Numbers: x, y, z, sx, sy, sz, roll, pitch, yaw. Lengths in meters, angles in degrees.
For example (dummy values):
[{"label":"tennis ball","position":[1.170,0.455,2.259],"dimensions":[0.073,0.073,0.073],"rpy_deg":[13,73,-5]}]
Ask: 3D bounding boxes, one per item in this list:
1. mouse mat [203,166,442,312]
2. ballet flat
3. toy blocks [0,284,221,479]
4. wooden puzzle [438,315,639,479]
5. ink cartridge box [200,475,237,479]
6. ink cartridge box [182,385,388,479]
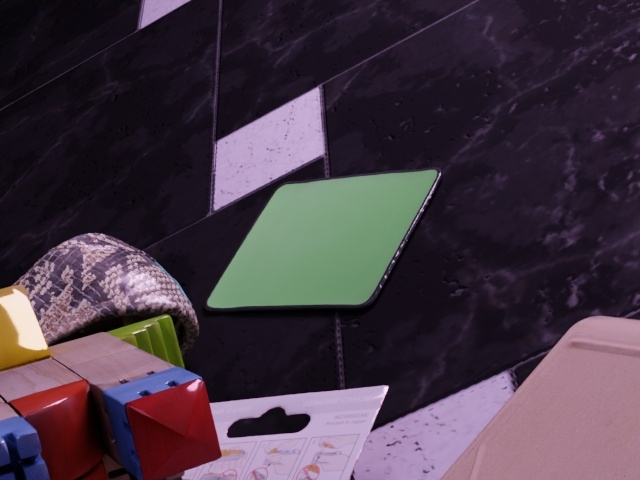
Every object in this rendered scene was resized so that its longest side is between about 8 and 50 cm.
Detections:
[{"label":"mouse mat","position":[0.000,0.000,1.114],"dimensions":[0.189,0.007,0.152],"rpy_deg":[-4,44,43]},{"label":"ballet flat","position":[-0.282,0.185,1.020],"dimensions":[0.483,0.164,0.182],"rpy_deg":[-43,41,-17]},{"label":"toy blocks","position":[-0.225,0.152,0.809],"dimensions":[0.381,0.191,0.261],"rpy_deg":[-16,9,-20]},{"label":"wooden puzzle","position":[0.137,0.130,0.736],"dimensions":[0.238,0.044,0.221],"rpy_deg":[-42,12,-13]},{"label":"ink cartridge box","position":[-0.123,0.313,0.654],"dimensions":[0.330,0.071,0.324],"rpy_deg":[-47,25,54]},{"label":"ink cartridge box","position":[-0.056,0.203,0.870],"dimensions":[0.189,0.066,0.232],"rpy_deg":[-10,33,37]}]
